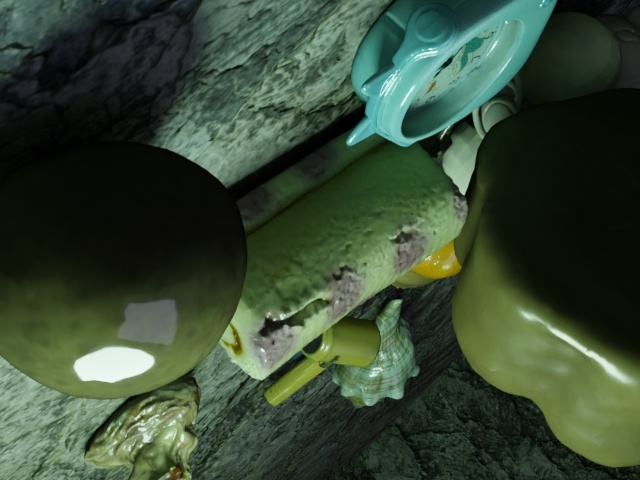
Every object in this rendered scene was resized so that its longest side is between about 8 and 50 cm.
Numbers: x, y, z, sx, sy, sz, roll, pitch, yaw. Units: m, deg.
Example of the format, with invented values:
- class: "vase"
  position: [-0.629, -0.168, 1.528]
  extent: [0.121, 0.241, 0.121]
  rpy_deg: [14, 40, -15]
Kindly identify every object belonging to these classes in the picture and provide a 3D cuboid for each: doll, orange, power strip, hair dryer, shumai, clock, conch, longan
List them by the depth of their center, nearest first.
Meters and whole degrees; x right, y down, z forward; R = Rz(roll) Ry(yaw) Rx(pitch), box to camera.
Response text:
- class: "longan"
  position: [-0.180, 0.023, 0.834]
  extent: [0.246, 0.215, 0.246]
  rpy_deg: [-12, 139, -11]
- class: "clock"
  position: [0.133, -0.211, 1.118]
  extent: [0.274, 0.094, 0.223]
  rpy_deg: [-31, 161, -23]
- class: "power strip"
  position: [0.120, -0.081, 1.487]
  extent: [0.268, 0.034, 0.092]
  rpy_deg: [-52, 173, 35]
- class: "clock"
  position: [0.363, -0.200, 1.509]
  extent: [0.325, 0.184, 0.342]
  rpy_deg: [-19, 149, -41]
- class: "shumai"
  position: [-0.249, 0.312, 1.528]
  extent: [0.209, 0.153, 0.161]
  rpy_deg: [-37, 156, -2]
- class: "orange"
  position: [0.180, -0.017, 1.593]
  extent: [0.156, 0.156, 0.124]
  rpy_deg: [-25, 158, -43]
- class: "hair dryer"
  position: [-0.024, 0.234, 1.899]
  extent: [0.135, 0.090, 0.278]
  rpy_deg: [10, 140, -40]
- class: "doll"
  position: [-0.021, 0.198, 1.944]
  extent: [0.037, 0.027, 0.125]
  rpy_deg: [-16, 154, -53]
- class: "conch"
  position: [0.145, 0.258, 2.232]
  extent: [0.386, 0.169, 0.203]
  rpy_deg: [-53, -175, 42]

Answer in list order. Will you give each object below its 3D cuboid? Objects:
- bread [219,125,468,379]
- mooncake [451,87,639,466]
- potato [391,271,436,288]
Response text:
- class: "bread"
  position: [0.000, 0.000, 1.201]
  extent: [0.338, 0.187, 0.155]
  rpy_deg: [-35, 165, -22]
- class: "mooncake"
  position: [0.382, 0.037, 1.270]
  extent: [0.467, 0.467, 0.262]
  rpy_deg: [-31, 158, -28]
- class: "potato"
  position: [0.205, 0.002, 1.798]
  extent: [0.239, 0.116, 0.299]
  rpy_deg: [-43, 165, -8]
